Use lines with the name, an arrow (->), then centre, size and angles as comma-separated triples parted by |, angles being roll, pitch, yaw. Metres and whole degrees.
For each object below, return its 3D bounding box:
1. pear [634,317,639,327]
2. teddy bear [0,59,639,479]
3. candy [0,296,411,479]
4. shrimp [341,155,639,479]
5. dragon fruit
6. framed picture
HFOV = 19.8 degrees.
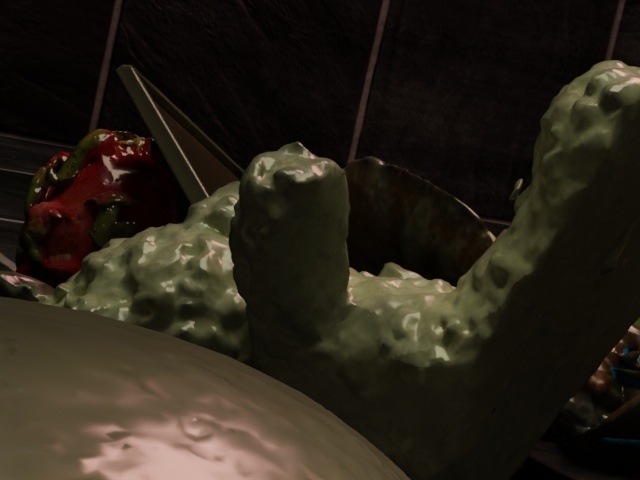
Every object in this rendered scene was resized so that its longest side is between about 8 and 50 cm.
pear -> 0.304, 0.069, 1.558 | 0.176, 0.286, 0.282 | 18, -20, 1
teddy bear -> 0.000, 0.000, 1.179 | 0.362, 0.375, 0.327 | 33, 1, 28
candy -> -0.122, 0.109, 0.601 | 0.386, 0.186, 0.427 | 11, 1, 21
shrimp -> 0.140, 0.057, 1.366 | 0.110, 0.221, 0.446 | -33, 33, -24
dragon fruit -> -0.156, 0.000, 1.454 | 0.166, 0.172, 0.160 | 6, 3, -16
framed picture -> -0.047, -0.003, 1.455 | 0.213, 0.016, 0.289 | 58, 8, 33
